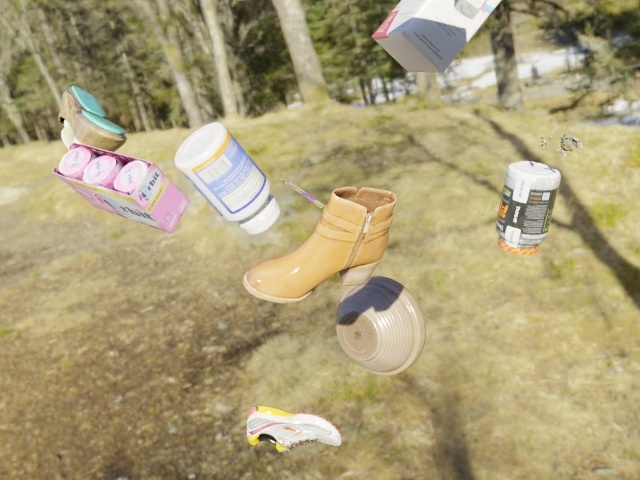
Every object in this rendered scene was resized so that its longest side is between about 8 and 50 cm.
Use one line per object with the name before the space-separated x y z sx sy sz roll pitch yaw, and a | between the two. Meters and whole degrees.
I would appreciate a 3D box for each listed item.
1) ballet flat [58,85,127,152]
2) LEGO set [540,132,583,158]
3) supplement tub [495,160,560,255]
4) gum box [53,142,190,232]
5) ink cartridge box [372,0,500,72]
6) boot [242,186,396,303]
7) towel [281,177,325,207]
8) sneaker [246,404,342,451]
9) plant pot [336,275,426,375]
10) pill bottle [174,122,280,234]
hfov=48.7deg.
ballet flat | -0.531 -0.248 1.602 0.116 0.124 0.342 22 12 -42
LEGO set | 0.477 -0.193 1.393 0.083 0.054 0.023 26 48 21
supplement tub | 0.456 -0.071 1.567 0.116 0.191 0.117 5 24 -2
gum box | -0.307 -0.083 1.079 0.188 0.107 0.062 16 70 31
ink cartridge box | 0.274 -0.511 1.493 0.306 0.131 0.226 -52 17 3
boot | 0.000 0.000 0.911 0.197 0.152 0.073 -11 50 -27
towel | -0.033 -0.083 1.240 0.009 0.083 0.060 -56 18 1
sneaker | -0.062 0.450 1.629 0.225 0.088 0.093 7 55 6
plant pot | 0.116 0.208 1.639 0.237 0.238 0.109 -1 9 39
pill bottle | -0.218 -0.143 1.739 0.152 0.272 0.152 -25 37 20
